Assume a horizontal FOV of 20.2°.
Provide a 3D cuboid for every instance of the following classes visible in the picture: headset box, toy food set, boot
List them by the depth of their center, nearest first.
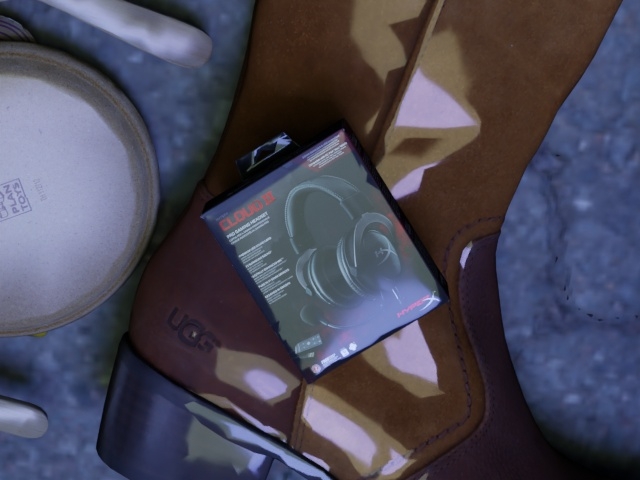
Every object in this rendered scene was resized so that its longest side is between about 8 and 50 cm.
[{"bbox_3d":[0.000,0.000,0.661,0.062,0.032,0.083,-31,99,7],"label":"headset box"},{"bbox_3d":[-0.130,-0.023,0.722,0.132,0.038,0.192,22,103,-17],"label":"toy food set"},{"bbox_3d":[0.071,-0.006,0.723,0.264,0.096,0.280,21,101,-2],"label":"boot"}]
